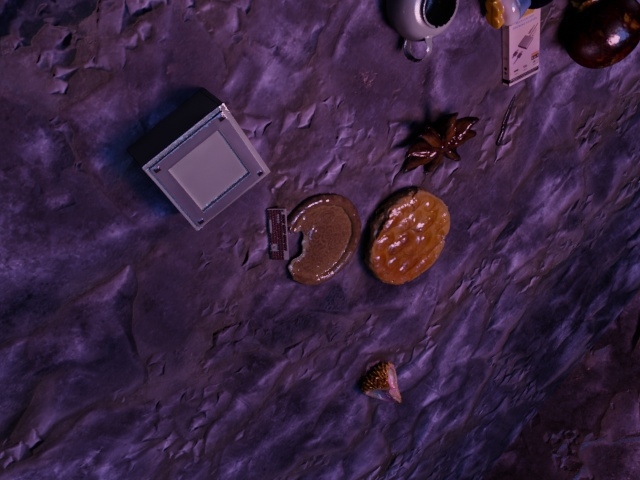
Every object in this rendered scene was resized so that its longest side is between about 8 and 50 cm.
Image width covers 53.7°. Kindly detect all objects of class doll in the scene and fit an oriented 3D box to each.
[{"bbox_3d":[0.582,-0.703,1.714,0.314,0.141,0.177,-37,152,-4],"label":"doll"}]

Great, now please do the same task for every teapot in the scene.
[{"bbox_3d":[0.259,-0.587,1.559,0.193,0.129,0.294,-11,123,-29],"label":"teapot"}]

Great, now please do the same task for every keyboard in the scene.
[{"bbox_3d":[-0.113,-0.015,1.722,0.055,0.017,0.166,-3,124,-2],"label":"keyboard"}]

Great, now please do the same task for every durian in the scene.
[{"bbox_3d":[0.224,0.520,2.249,0.182,0.132,0.165,4,127,-50],"label":"durian"}]

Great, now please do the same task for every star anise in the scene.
[{"bbox_3d":[0.337,-0.296,1.833,0.272,0.102,0.272,-21,153,-11],"label":"star anise"}]

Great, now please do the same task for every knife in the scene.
[{"bbox_3d":[0.593,-0.382,2.018,0.023,0.010,0.170,-5,119,-41],"label":"knife"}]

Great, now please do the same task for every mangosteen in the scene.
[{"bbox_3d":[0.824,-0.659,1.890,0.231,0.231,0.289,-42,101,-6],"label":"mangosteen"}]

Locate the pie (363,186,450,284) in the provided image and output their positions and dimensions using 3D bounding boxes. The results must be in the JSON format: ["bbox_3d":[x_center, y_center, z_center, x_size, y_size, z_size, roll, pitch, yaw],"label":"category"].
[{"bbox_3d":[0.272,-0.010,1.980,0.339,0.083,0.339,-21,129,-27],"label":"pie"}]

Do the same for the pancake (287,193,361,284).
[{"bbox_3d":[0.000,0.000,1.818,0.286,0.033,0.288,25,102,-44],"label":"pancake"}]

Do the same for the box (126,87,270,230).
[{"bbox_3d":[-0.271,-0.179,1.446,0.225,0.117,0.225,-41,134,-7],"label":"box"}]

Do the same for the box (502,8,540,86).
[{"bbox_3d":[0.592,-0.589,1.867,0.129,0.033,0.247,-29,131,-17],"label":"box"}]
